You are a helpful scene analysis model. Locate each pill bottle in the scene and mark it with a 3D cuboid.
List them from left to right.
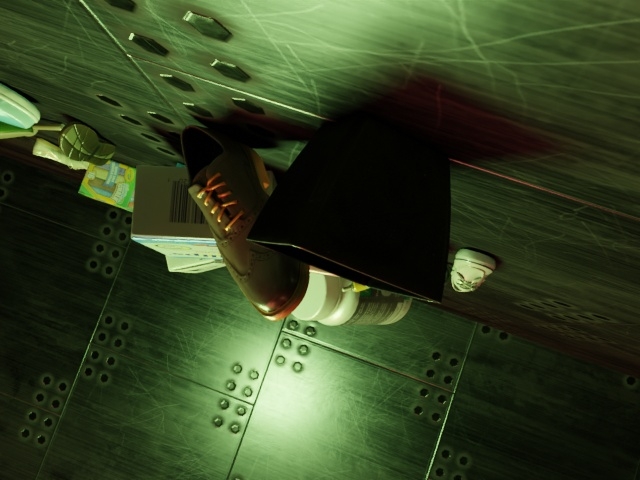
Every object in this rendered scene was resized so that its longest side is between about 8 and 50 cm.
[{"bbox_3d":[0.084,0.144,1.690,0.361,0.204,0.204,6,-175,-44],"label":"pill bottle"}]

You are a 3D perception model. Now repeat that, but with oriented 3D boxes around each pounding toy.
[{"bbox_3d":[-0.773,-0.304,1.402,0.183,0.110,0.237,1,-167,37],"label":"pounding toy"}]

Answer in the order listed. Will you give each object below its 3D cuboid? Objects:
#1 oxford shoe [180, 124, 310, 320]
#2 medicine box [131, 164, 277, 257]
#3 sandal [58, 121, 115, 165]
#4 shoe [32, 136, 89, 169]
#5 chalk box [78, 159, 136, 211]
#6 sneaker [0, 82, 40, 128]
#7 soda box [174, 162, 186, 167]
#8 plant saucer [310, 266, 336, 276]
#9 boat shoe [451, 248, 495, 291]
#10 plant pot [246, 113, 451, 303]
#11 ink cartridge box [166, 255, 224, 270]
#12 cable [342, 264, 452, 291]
[{"bbox_3d":[-0.128,-0.036,0.848,0.133,0.130,0.363,33,-161,-46],"label":"oxford shoe"},{"bbox_3d":[-0.219,-0.047,1.228,0.263,0.149,0.289,2,171,2],"label":"medicine box"},{"bbox_3d":[-0.566,-0.237,1.400,0.060,0.090,0.219,41,-177,7],"label":"sandal"},{"bbox_3d":[-0.864,-0.278,1.972,0.076,0.058,0.219,14,172,41],"label":"shoe"},{"bbox_3d":[-0.619,-0.166,1.843,0.213,0.132,0.132,19,174,6],"label":"chalk box"},{"bbox_3d":[-0.757,-0.252,1.177,0.319,0.208,0.127,24,171,-37],"label":"sneaker"},{"bbox_3d":[-0.269,-0.118,1.446,0.210,0.071,0.067,22,174,-18],"label":"soda box"},{"bbox_3d":[0.079,0.029,1.305,0.332,0.084,0.332,5,-177,0],"label":"plant saucer"},{"bbox_3d":[0.323,0.074,1.251,0.083,0.075,0.226,18,173,15],"label":"boat shoe"},{"bbox_3d":[0.045,-0.042,0.694,0.188,0.167,0.187,21,173,-21],"label":"plant pot"},{"bbox_3d":[-0.351,-0.029,1.631,0.131,0.226,0.306,-13,176,-1],"label":"ink cartridge box"},{"bbox_3d":[0.190,0.060,1.501,0.287,0.139,0.072,-2,166,7],"label":"cable"}]
